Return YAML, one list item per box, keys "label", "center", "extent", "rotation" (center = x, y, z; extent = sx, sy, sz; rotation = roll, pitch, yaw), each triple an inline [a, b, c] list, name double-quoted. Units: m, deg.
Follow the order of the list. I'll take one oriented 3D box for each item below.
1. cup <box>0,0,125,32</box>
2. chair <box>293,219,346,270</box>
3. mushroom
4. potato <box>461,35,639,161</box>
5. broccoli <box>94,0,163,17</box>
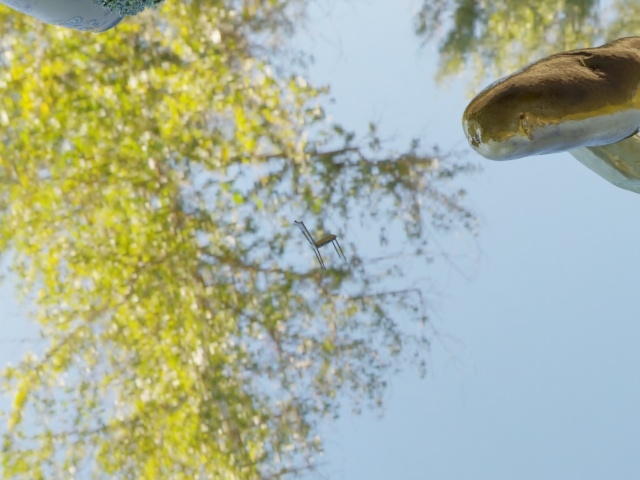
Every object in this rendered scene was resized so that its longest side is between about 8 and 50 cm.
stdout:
- label: "cup"
  center: [-0.453, -0.493, 1.762]
  extent: [0.227, 0.257, 0.301]
  rotation: [-31, -119, 16]
- label: "chair"
  center: [0.001, -0.002, 1.483]
  extent: [0.042, 0.086, 0.037]
  rotation: [-33, -168, -10]
- label: "mushroom"
  center: [0.523, -0.136, 1.775]
  extent: [0.333, 0.087, 0.107]
  rotation: [34, -121, 7]
- label: "potato"
  center: [0.362, -0.199, 1.542]
  extent: [0.369, 0.176, 0.195]
  rotation: [-20, -126, -27]
- label: "broccoli"
  center: [-0.272, -0.465, 1.590]
  extent: [0.198, 0.176, 0.226]
  rotation: [6, -126, -41]
